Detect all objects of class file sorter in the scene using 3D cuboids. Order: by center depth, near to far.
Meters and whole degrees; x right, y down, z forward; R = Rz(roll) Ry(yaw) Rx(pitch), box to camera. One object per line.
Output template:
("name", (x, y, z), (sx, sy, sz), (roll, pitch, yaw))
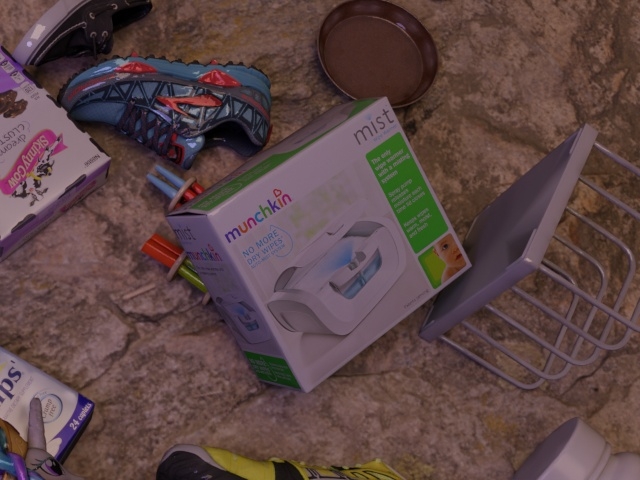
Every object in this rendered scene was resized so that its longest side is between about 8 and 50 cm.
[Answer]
("file sorter", (0.272, 0.038, 1.358), (0.173, 0.277, 0.193), (33, 62, -5))

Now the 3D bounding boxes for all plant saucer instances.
("plant saucer", (0.073, -0.243, 1.556), (0.168, 0.029, 0.168), (6, 65, -13))

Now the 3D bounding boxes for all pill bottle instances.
("pill bottle", (0.351, 0.340, 1.312), (0.283, 0.160, 0.160), (42, 63, 4))

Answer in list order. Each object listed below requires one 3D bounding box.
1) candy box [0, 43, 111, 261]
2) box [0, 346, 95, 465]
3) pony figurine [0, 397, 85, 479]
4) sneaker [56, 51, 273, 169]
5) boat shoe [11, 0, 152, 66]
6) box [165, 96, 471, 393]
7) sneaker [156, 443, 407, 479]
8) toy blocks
("candy box", (-0.366, -0.102, 1.343), (0.196, 0.070, 0.165), (45, 62, 6))
("box", (-0.327, 0.196, 1.226), (0.137, 0.072, 0.126), (31, 62, -1))
("pony figurine", (-0.226, 0.358, 1.076), (0.363, 0.303, 0.351), (32, 56, -6))
("sneaker", (-0.179, -0.149, 1.401), (0.262, 0.104, 0.125), (-2, 70, -17))
("boat shoe", (-0.277, -0.256, 1.413), (0.076, 0.080, 0.228), (43, 37, -5))
("box", (0.000, 0.000, 1.330), (0.262, 0.127, 0.231), (-34, 107, -24))
("sneaker", (0.007, 0.302, 1.262), (0.385, 0.145, 0.147), (25, 42, -8))
("toy blocks", (-0.160, -0.012, 1.374), (0.148, 0.054, 0.123), (35, 64, 2))
